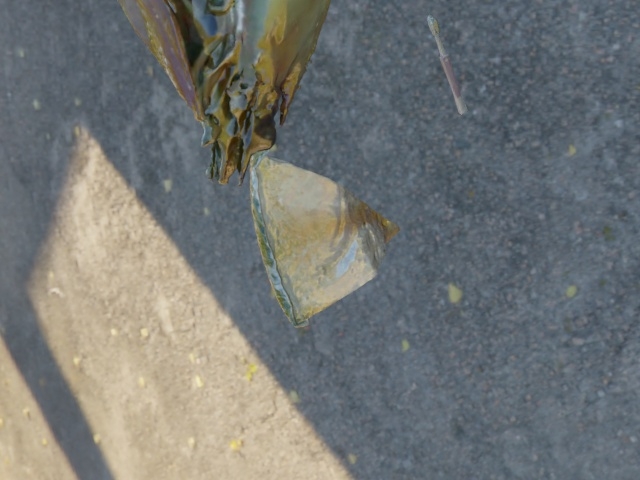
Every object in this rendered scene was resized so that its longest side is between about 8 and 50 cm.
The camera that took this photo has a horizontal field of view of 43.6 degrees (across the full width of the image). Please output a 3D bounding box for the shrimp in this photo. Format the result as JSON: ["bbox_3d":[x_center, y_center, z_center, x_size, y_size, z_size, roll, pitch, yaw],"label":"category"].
[{"bbox_3d":[-0.052,-0.146,0.410,0.061,0.145,0.267,-114,24,-50],"label":"shrimp"}]

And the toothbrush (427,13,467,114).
[{"bbox_3d":[0.207,-0.283,1.298,0.017,0.014,0.194,54,175,48],"label":"toothbrush"}]

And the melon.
[{"bbox_3d":[-0.004,0.004,0.659,0.093,0.202,0.140,3,74,26],"label":"melon"}]
